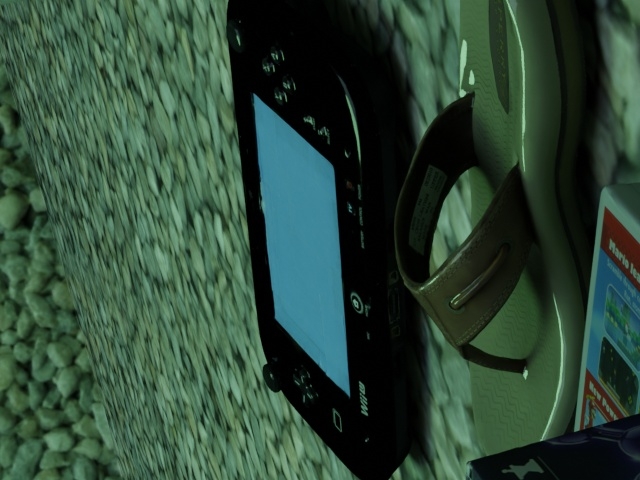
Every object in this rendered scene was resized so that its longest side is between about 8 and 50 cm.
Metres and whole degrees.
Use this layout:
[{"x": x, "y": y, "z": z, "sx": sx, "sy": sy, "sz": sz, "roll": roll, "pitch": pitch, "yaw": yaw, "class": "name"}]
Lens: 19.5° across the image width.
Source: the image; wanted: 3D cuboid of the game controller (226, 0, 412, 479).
[{"x": 0.000, "y": 0.000, "z": 1.148, "sx": 0.166, "sy": 0.067, "sz": 0.319, "roll": -124, "pitch": 23, "yaw": -51, "class": "game controller"}]

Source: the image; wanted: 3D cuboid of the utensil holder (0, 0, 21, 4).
[{"x": -0.164, "y": -0.311, "z": 0.954, "sx": 0.385, "sy": 0.327, "sz": 0.328, "roll": 172, "pitch": 83, "yaw": -72, "class": "utensil holder"}]

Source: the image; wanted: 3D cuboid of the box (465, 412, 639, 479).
[{"x": 0.170, "y": 0.136, "z": 0.444, "sx": 0.261, "sy": 0.184, "sz": 0.103, "roll": -129, "pitch": 28, "yaw": -56, "class": "box"}]

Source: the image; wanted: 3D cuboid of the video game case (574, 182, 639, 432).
[{"x": 0.144, "y": 0.147, "z": 0.736, "sx": 0.204, "sy": 0.025, "sz": 0.285, "roll": -119, "pitch": 27, "yaw": -60, "class": "video game case"}]

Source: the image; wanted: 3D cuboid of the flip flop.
[{"x": 0.073, "y": -0.014, "z": 0.844, "sx": 0.112, "sy": 0.080, "sz": 0.277, "roll": -127, "pitch": 26, "yaw": -54, "class": "flip flop"}]
